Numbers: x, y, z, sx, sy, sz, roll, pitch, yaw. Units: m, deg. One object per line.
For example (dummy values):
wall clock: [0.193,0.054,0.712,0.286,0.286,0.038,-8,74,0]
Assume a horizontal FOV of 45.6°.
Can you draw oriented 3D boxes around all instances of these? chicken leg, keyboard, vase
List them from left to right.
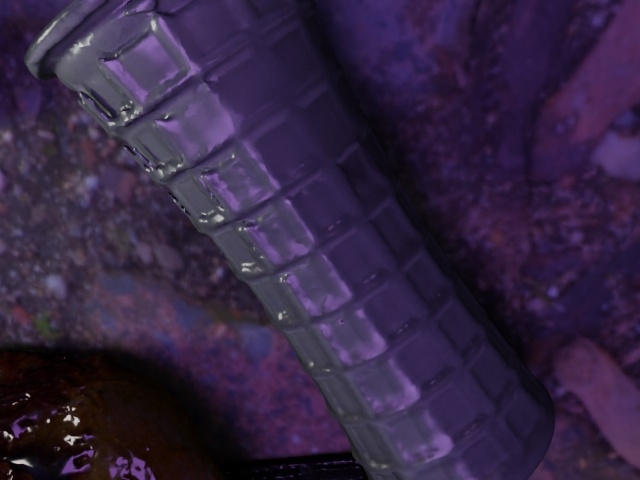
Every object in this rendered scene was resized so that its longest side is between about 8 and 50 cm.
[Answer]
chicken leg: [-0.154,0.165,0.502,0.323,0.083,0.177,1,110,17]
keyboard: [-0.056,0.181,0.528,0.196,0.018,0.060,-10,110,17]
vase: [0.000,0.000,0.388,0.143,0.143,0.298,-29,103,21]
